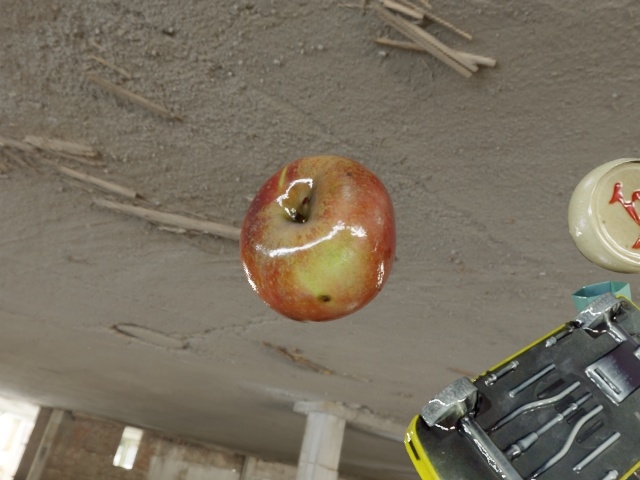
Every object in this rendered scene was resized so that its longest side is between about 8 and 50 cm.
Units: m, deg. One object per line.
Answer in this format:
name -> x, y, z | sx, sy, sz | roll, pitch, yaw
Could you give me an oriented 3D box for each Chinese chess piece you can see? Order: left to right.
Chinese chess piece -> 0.662, -0.052, 1.196 | 0.249, 0.250, 0.103 | 14, 173, -4

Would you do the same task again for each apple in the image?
apple -> 0.000, 0.000, 1.158 | 0.348, 0.349, 0.277 | -3, 150, 31

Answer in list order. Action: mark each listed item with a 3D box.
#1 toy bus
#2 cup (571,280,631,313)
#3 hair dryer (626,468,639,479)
toy bus -> 0.227, 0.181, 0.544 | 0.330, 0.144, 0.152 | -20, 146, -29
cup -> 0.807, 0.245, 1.544 | 0.148, 0.236, 0.134 | -17, -179, -35
hair dryer -> 0.775, 0.590, 1.356 | 0.195, 0.075, 0.219 | 31, -167, 39
